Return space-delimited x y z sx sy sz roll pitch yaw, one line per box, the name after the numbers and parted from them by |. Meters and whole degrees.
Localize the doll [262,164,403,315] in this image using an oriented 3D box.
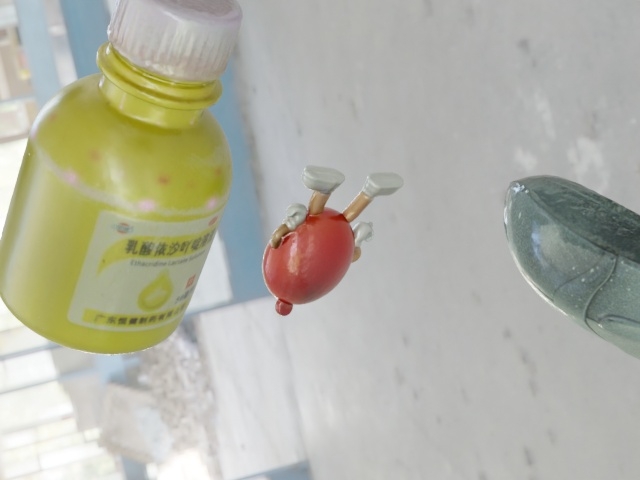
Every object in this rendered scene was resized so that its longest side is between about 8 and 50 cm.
0.000 0.000 1.611 0.085 0.183 0.217 48 123 39 | doll

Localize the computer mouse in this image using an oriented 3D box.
0.205 0.035 0.858 0.229 0.068 0.113 34 160 34 | computer mouse

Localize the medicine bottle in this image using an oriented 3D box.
-0.108 -0.048 0.730 0.212 0.122 0.122 -67 31 29 | medicine bottle
